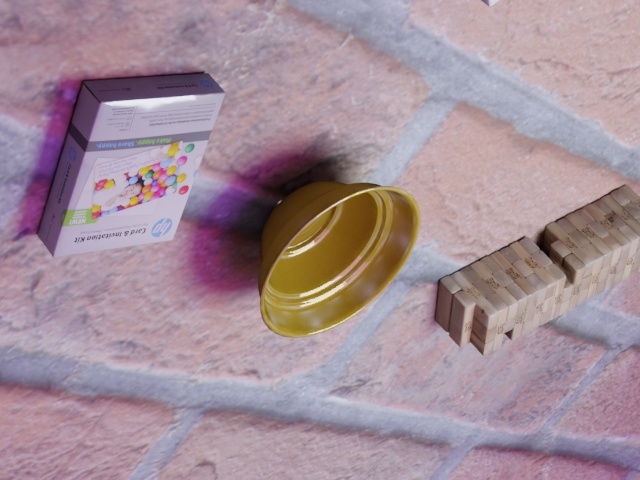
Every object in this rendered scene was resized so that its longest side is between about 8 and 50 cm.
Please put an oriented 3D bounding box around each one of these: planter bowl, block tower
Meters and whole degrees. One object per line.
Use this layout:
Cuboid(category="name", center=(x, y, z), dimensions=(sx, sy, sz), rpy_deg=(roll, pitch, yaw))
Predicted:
Cuboid(category="planter bowl", center=(0.000, 0.000, 1.676), dimensions=(0.217, 0.090, 0.217), rpy_deg=(-27, 143, -22))
Cuboid(category="block tower", center=(0.320, 0.043, 2.059), dimensions=(0.335, 0.091, 0.097), rpy_deg=(-26, 145, -22))

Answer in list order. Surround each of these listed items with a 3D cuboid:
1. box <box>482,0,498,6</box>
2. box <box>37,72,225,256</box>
Cuboid(category="box", center=(0.208, -0.350, 1.477), dimensions=(0.203, 0.103, 0.114), rpy_deg=(-36, 147, -9))
Cuboid(category="box", center=(-0.185, -0.073, 1.448), dimensions=(0.145, 0.038, 0.186), rpy_deg=(-9, 136, -40))
